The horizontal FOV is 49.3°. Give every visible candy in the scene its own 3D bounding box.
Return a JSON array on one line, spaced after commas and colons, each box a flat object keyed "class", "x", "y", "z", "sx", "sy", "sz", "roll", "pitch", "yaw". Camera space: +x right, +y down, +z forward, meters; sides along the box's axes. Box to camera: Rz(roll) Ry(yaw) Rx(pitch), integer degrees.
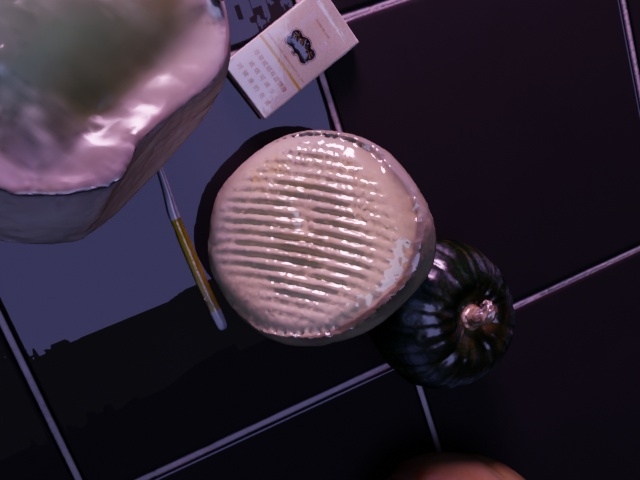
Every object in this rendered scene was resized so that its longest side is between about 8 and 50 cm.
[{"class": "candy", "x": -0.330, "y": -0.207, "z": 0.743, "sx": 0.426, "sy": 0.186, "sz": 0.386, "roll": 28, "pitch": 78, "yaw": -15}]

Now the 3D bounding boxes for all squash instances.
[{"class": "squash", "x": 0.167, "y": 0.103, "z": 0.969, "sx": 0.218, "sy": 0.172, "sz": 0.218, "roll": -8, "pitch": 114, "yaw": -17}]

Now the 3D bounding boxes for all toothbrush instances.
[{"class": "toothbrush", "x": -0.184, "y": -0.007, "z": 0.917, "sx": 0.024, "sy": 0.021, "sz": 0.288, "roll": -21, "pitch": 106, "yaw": -2}]

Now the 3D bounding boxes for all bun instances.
[{"class": "bun", "x": 0.000, "y": 0.000, "z": 0.895, "sx": 0.287, "sy": 0.146, "sz": 0.287, "roll": -2, "pitch": 80, "yaw": 11}]

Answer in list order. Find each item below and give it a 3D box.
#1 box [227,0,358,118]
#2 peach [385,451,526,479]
[{"class": "box", "x": -0.039, "y": -0.246, "z": 0.917, "sx": 0.167, "sy": 0.024, "sz": 0.090, "roll": -40, "pitch": 109, "yaw": -8}, {"class": "peach", "x": 0.196, "y": 0.446, "z": 1.013, "sx": 0.292, "sy": 0.247, "sz": 0.292, "roll": 0, "pitch": 89, "yaw": 8}]
